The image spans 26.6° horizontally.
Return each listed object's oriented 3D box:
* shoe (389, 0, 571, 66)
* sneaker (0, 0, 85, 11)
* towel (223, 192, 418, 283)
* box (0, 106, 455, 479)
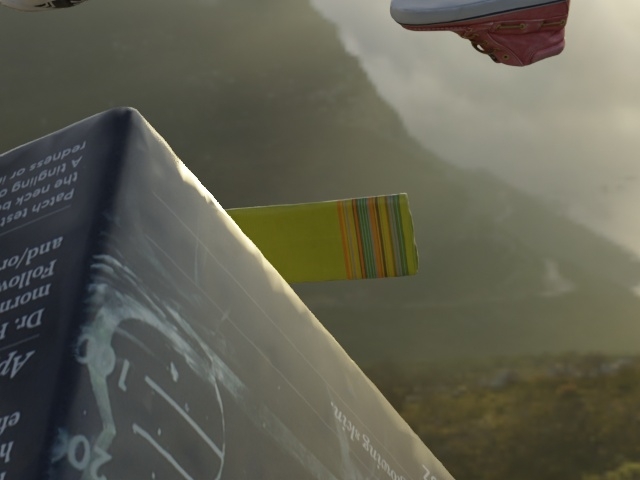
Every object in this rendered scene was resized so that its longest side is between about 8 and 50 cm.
[{"bbox_3d":[0.152,-0.200,1.267,0.178,0.081,0.063,-11,36,-12],"label":"shoe"},{"bbox_3d":[-0.248,-0.380,1.467,0.366,0.137,0.210,-27,-10,15],"label":"sneaker"},{"bbox_3d":[0.000,0.000,1.670,0.237,0.102,0.021,-4,13,15],"label":"towel"},{"bbox_3d":[-0.099,0.287,0.652,0.297,0.480,0.472,-20,41,23],"label":"box"}]
